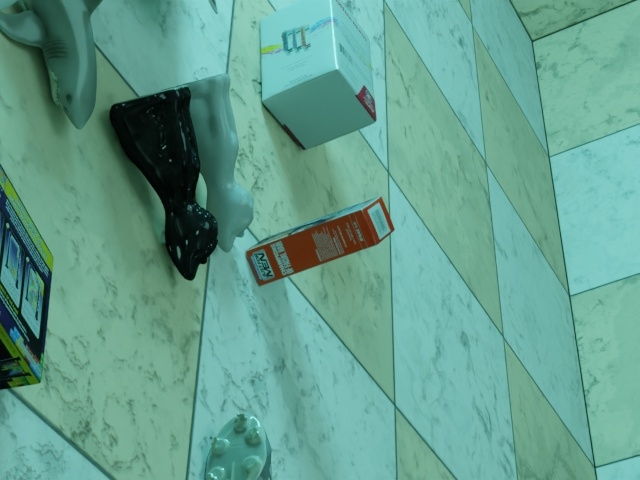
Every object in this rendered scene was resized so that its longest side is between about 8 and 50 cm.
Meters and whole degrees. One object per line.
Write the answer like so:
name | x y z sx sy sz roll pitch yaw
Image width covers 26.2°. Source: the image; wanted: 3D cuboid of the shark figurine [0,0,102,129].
shark figurine | -0.276 -0.271 1.389 0.278 0.116 0.166 59 22 -30

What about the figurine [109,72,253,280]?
figurine | -0.144 -0.076 1.590 0.215 0.092 0.209 -38 114 -69

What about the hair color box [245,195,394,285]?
hair color box | 0.000 0.000 1.737 0.053 0.167 0.093 67 21 -5

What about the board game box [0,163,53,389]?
board game box | -0.277 0.020 1.142 0.170 0.048 0.141 73 10 -49

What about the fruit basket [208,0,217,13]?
fruit basket | -0.189 -0.502 1.683 0.327 0.165 0.353 63 20 -47

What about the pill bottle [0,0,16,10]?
pill bottle | -0.311 -0.297 1.157 0.169 0.169 0.301 35 62 -57

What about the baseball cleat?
baseball cleat | -0.079 0.290 1.446 0.109 0.072 0.206 67 21 -50

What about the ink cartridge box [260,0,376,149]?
ink cartridge box | -0.004 -0.252 2.012 0.128 0.127 0.176 47 31 -44
